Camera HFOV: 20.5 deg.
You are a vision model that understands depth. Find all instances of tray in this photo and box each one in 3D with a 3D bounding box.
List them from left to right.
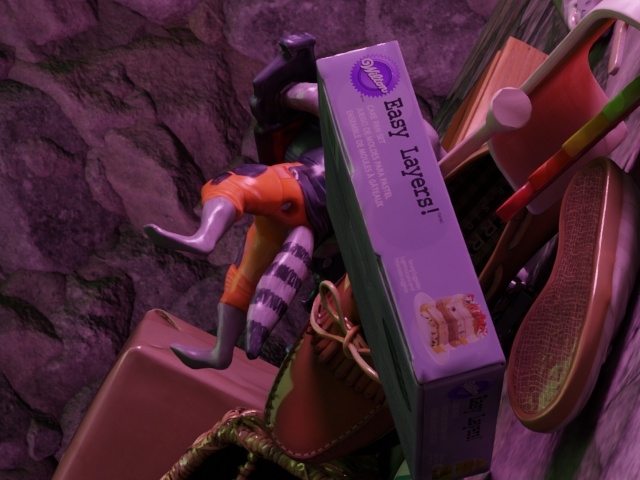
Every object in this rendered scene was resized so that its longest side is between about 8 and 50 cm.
[{"bbox_3d":[0.154,-0.033,2.146,0.411,0.076,0.203,-63,3,-28],"label":"tray"}]

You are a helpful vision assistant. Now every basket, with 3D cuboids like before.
[{"bbox_3d":[-0.088,0.325,1.697,0.299,0.213,0.223,-63,2,7],"label":"basket"}]

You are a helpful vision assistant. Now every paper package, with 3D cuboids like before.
[{"bbox_3d":[-0.133,0.287,1.901,0.325,0.309,0.168,-63,4,10],"label":"paper package"}]

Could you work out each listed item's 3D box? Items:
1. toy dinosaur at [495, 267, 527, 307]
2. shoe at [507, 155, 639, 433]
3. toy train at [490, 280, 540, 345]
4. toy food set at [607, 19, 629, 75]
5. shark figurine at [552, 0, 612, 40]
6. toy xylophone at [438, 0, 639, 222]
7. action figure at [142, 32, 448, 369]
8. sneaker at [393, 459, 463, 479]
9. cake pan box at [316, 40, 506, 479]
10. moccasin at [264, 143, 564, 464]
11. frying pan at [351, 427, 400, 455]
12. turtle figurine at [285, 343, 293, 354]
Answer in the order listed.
[{"bbox_3d":[0.160,-0.052,1.710,0.160,0.121,0.313,-48,11,16],"label":"toy dinosaur"},{"bbox_3d":[0.180,0.039,1.165,0.076,0.058,0.219,-29,32,48],"label":"shoe"},{"bbox_3d":[0.136,0.096,1.513,0.158,0.027,0.036,-53,0,21],"label":"toy train"},{"bbox_3d":[0.309,-0.219,1.466,0.192,0.038,0.132,-50,19,55],"label":"toy food set"},{"bbox_3d":[0.281,-0.317,1.930,0.116,0.278,0.166,-26,-27,7],"label":"shark figurine"},{"bbox_3d":[0.195,-0.106,1.259,0.236,0.081,0.323,-41,-4,-14],"label":"toy xylophone"},{"bbox_3d":[0.000,0.000,1.682,0.330,0.178,0.341,-40,-45,-25],"label":"action figure"},{"bbox_3d":[0.080,0.199,1.383,0.161,0.057,0.075,-61,-6,-69],"label":"sneaker"},{"bbox_3d":[0.060,0.021,1.276,0.246,0.070,0.267,88,166,-64],"label":"cake pan box"},{"bbox_3d":[0.075,0.055,1.527,0.380,0.139,0.147,-44,-19,26],"label":"moccasin"},{"bbox_3d":[0.103,0.135,1.659,0.197,0.053,0.326,-53,21,-16],"label":"frying pan"},{"bbox_3d":[0.002,0.231,2.033,0.118,0.175,0.234,36,124,44],"label":"turtle figurine"}]
